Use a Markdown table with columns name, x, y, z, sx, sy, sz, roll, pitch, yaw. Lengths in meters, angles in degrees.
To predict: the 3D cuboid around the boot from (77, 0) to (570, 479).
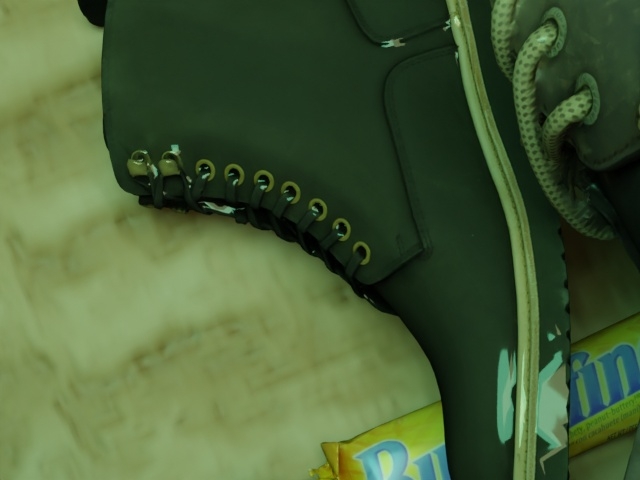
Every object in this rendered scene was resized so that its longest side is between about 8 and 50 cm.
| name | x | y | z | sx | sy | sz | roll | pitch | yaw |
| --- | --- | --- | --- | --- | --- | --- | --- | --- | --- |
| boot | 0.000 | 0.000 | 0.515 | 0.137 | 0.077 | 0.198 | -6 | 59 | 1 |

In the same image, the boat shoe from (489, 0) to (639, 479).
| name | x | y | z | sx | sy | sz | roll | pitch | yaw |
| --- | --- | --- | --- | --- | --- | --- | --- | --- | --- |
| boat shoe | 0.110 | -0.039 | 0.450 | 0.130 | 0.132 | 0.355 | 13 | 57 | 17 |

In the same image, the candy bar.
| name | x | y | z | sx | sy | sz | roll | pitch | yaw |
| --- | --- | --- | --- | --- | --- | --- | --- | --- | --- |
| candy bar | 0.075 | 0.051 | 0.539 | 0.161 | 0.018 | 0.040 | -22 | 81 | -7 |
